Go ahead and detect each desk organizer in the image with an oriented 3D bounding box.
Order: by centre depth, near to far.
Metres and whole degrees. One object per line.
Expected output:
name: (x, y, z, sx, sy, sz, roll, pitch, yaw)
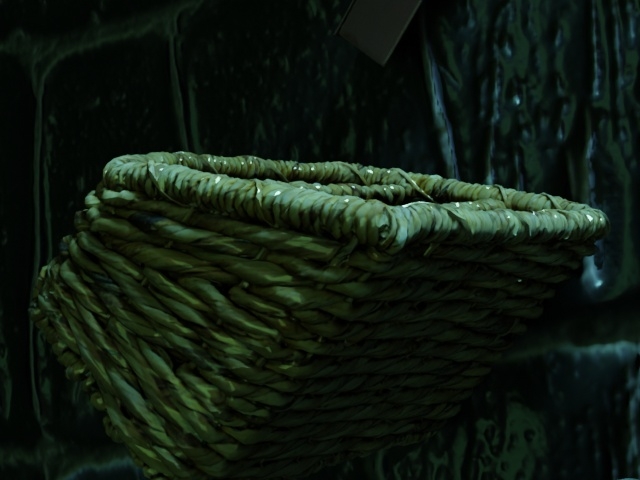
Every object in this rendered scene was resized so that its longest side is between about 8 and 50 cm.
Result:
desk organizer: (0.069, -0.190, 0.800, 0.050, 0.047, 0.130, 41, 113, 25)

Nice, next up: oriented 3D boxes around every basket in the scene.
basket: (0.000, 0.000, 0.699, 0.213, 0.299, 0.223, 49, 118, 26)

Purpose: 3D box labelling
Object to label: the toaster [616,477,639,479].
toaster: (0.200, 0.234, 0.648, 0.168, 0.185, 0.110, 35, 108, 38)
